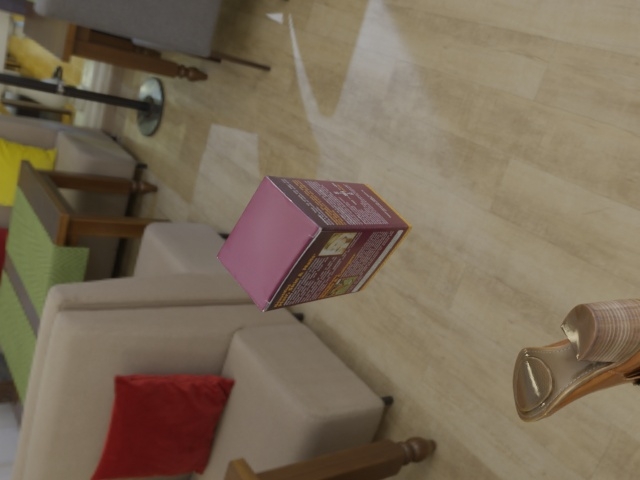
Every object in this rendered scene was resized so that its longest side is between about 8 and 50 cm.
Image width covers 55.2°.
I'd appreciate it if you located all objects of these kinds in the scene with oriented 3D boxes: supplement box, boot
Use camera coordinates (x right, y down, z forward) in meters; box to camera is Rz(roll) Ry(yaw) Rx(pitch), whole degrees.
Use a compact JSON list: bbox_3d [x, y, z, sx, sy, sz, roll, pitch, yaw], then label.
[{"bbox_3d":[0.000,0.000,0.633,0.081,0.188,0.104,46,115,24],"label":"supplement box"},{"bbox_3d":[0.418,0.177,0.877,0.109,0.220,0.283,-99,17,-44],"label":"boot"}]
